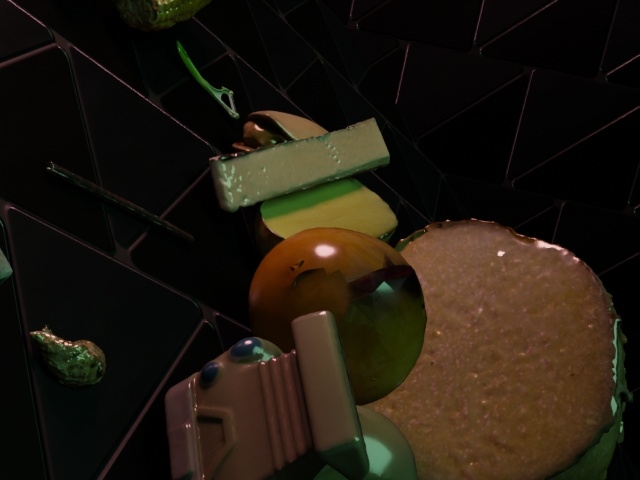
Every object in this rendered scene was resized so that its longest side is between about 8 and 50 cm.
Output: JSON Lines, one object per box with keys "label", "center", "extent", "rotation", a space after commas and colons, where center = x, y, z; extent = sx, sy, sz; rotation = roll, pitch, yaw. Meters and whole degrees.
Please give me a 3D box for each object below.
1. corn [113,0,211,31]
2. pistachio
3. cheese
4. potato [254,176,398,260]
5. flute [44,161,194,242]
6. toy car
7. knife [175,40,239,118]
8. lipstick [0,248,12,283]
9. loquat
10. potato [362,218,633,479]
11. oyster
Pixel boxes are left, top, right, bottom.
{"label": "corn", "center": [-0.235, -0.397, 1.688], "extent": [0.130, 0.130, 0.347], "rotation": [54, 22, -13]}
{"label": "pistachio", "center": [-0.051, -0.136, 1.752], "extent": [0.215, 0.144, 0.144], "rotation": [30, 33, -48]}
{"label": "cheese", "center": [-0.020, -0.117, 1.649], "extent": [0.400, 0.034, 0.085], "rotation": [-21, 96, -49]}
{"label": "potato", "center": [0.000, 0.000, 1.645], "extent": [0.160, 0.111, 0.272], "rotation": [35, 31, 20]}
{"label": "flute", "center": [-0.229, -0.041, 1.287], "extent": [0.269, 0.014, 0.014], "rotation": [32, 31, -56]}
{"label": "toy car", "center": [0.016, 0.248, 1.116], "extent": [0.336, 0.226, 0.242], "rotation": [42, 24, -40]}
{"label": "knife", "center": [-0.186, -0.258, 1.755], "extent": [0.166, 0.023, 0.078], "rotation": [44, 16, -44]}
{"label": "lipstick", "center": [-0.328, 0.031, 0.781], "extent": [0.076, 0.077, 0.290], "rotation": [58, 16, 0]}
{"label": "loquat", "center": [0.023, 0.095, 1.393], "extent": [0.235, 0.235, 0.235], "rotation": [51, 19, -25]}
{"label": "potato", "center": [0.272, 0.210, 1.650], "extent": [0.319, 0.386, 0.442], "rotation": [54, 24, -57]}
{"label": "oyster", "center": [-0.226, 0.098, 1.020], "extent": [0.080, 0.038, 0.083], "rotation": [53, 19, -11]}
